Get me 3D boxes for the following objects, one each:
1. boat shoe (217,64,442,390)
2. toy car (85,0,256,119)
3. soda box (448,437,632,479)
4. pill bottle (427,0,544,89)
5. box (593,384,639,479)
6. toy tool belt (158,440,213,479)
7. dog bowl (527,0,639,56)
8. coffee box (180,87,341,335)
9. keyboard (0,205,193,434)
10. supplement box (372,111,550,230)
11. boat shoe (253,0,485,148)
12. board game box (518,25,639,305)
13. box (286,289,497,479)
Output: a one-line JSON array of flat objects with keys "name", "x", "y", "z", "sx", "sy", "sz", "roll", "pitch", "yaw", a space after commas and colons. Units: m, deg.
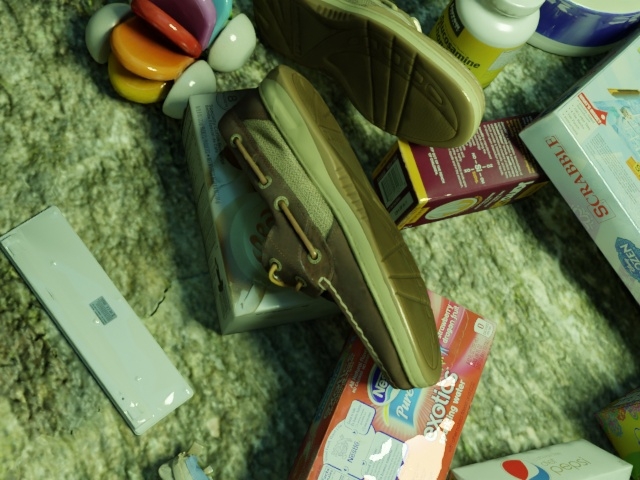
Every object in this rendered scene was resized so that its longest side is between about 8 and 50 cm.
[{"name": "boat shoe", "x": 0.000, "y": 0.000, "z": 0.816, "sx": 0.123, "sy": 0.123, "sz": 0.342, "roll": -31, "pitch": 79, "yaw": 17}, {"name": "toy car", "x": -0.164, "y": -0.241, "z": 0.941, "sx": 0.159, "sy": 0.136, "sz": 0.182, "roll": 36, "pitch": 67, "yaw": 0}, {"name": "soda box", "x": 0.219, "y": 0.260, "z": 0.848, "sx": 0.216, "sy": 0.069, "sz": 0.074, "roll": 0, "pitch": 105, "yaw": -39}, {"name": "pill bottle", "x": 0.198, "y": -0.260, "z": 1.012, "sx": 0.103, "sy": 0.184, "sz": 0.103, "roll": 5, "pitch": 70, "yaw": -13}, {"name": "box", "x": 0.513, "y": 0.241, "z": 0.905, "sx": 0.279, "sy": 0.177, "sz": 0.290, "roll": -27, "pitch": 77, "yaw": -13}, {"name": "toy tool belt", "x": -0.120, "y": 0.246, "z": 0.833, "sx": 0.051, "sy": 0.052, "sz": 0.083, "roll": -33, "pitch": 83, "yaw": -13}, {"name": "dog bowl", "x": 0.344, "y": -0.389, "z": 1.136, "sx": 0.264, "sy": 0.104, "sz": 0.265, "roll": 4, "pitch": 71, "yaw": -13}, {"name": "coffee box", "x": -0.059, "y": -0.036, "z": 0.918, "sx": 0.141, "sy": 0.098, "sz": 0.247, "roll": -8, "pitch": 74, "yaw": -17}, {"name": "keyboard", "x": -0.236, "y": 0.080, "z": 0.883, "sx": 0.072, "sy": 0.014, "sz": 0.256, "roll": -35, "pitch": 83, "yaw": -27}, {"name": "supplement box", "x": 0.169, "y": -0.080, "z": 0.987, "sx": 0.188, "sy": 0.104, "sz": 0.081, "roll": -13, "pitch": 76, "yaw": -18}, {"name": "boat shoe", "x": 0.066, "y": -0.224, "z": 0.951, "sx": 0.110, "sy": 0.122, "sz": 0.341, "roll": -28, "pitch": 53, "yaw": -32}, {"name": "board game box", "x": 0.425, "y": -0.083, "z": 1.011, "sx": 0.318, "sy": 0.066, "sz": 0.319, "roll": -38, "pitch": 94, "yaw": -35}, {"name": "box", "x": 0.067, "y": 0.181, "z": 0.862, "sx": 0.128, "sy": 0.122, "sz": 0.257, "roll": 26, "pitch": 67, "yaw": -4}]
